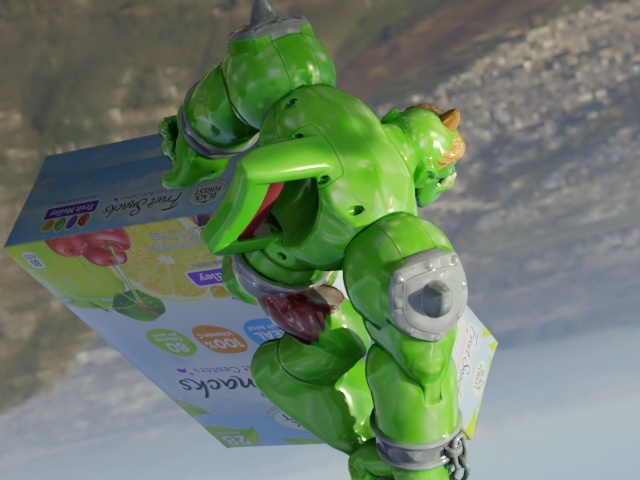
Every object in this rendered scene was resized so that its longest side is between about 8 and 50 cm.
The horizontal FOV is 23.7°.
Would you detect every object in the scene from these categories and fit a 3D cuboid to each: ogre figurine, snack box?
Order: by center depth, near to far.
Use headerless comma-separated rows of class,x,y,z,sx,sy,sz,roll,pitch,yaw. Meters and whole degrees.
ogre figurine,0.000,0.000,0.557,0.097,0.197,0.118,-1,146,-15
snack box,-0.032,0.030,0.804,0.174,0.070,0.207,-8,140,37
